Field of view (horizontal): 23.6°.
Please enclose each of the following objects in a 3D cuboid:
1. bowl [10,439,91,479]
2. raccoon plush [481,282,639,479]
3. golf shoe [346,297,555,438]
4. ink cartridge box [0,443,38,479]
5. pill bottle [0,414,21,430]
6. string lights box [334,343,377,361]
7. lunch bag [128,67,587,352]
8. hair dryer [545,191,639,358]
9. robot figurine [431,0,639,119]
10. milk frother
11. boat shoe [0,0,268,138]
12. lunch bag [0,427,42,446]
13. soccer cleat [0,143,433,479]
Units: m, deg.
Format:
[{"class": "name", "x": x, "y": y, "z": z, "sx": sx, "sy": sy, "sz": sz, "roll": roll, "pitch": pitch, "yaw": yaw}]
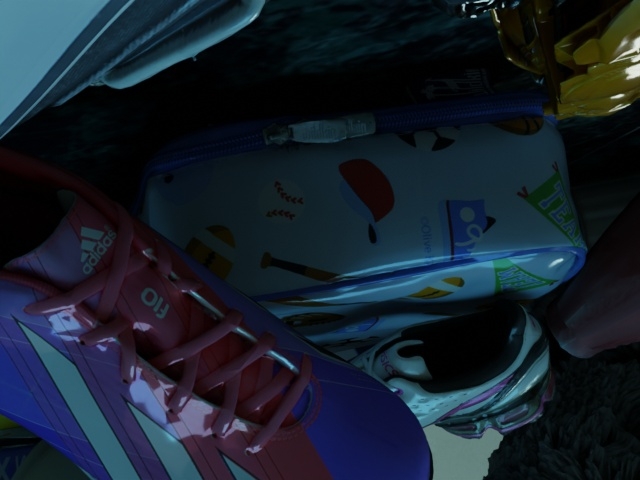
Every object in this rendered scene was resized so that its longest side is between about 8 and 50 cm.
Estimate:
[{"class": "bowl", "x": -0.105, "y": 0.189, "z": 0.945, "sx": 0.134, "sy": 0.298, "sz": 0.298, "roll": 33, "pitch": -160, "yaw": 34}, {"class": "raccoon plush", "x": 0.119, "y": 0.173, "z": 1.066, "sx": 0.299, "sy": 0.216, "sz": 0.446, "roll": 3, "pitch": -158, "yaw": -16}, {"class": "golf shoe", "x": 0.031, "y": 0.080, "z": 0.811, "sx": 0.186, "sy": 0.067, "sz": 0.086, "roll": -23, "pitch": 141, "yaw": 0}, {"class": "ink cartridge box", "x": -0.210, "y": 0.202, "z": 1.152, "sx": 0.186, "sy": 0.065, "sz": 0.311, "roll": -9, "pitch": 164, "yaw": 9}, {"class": "pill bottle", "x": -0.238, "y": 0.057, "z": 0.850, "sx": 0.208, "sy": 0.119, "sz": 0.119, "roll": -7, "pitch": 168, "yaw": -26}, {"class": "string lights box", "x": 0.068, "y": 0.087, "z": 1.277, "sx": 0.260, "sy": 0.077, "sz": 0.133, "roll": -31, "pitch": -179, "yaw": -34}, {"class": "lunch bag", "x": 0.000, "y": 0.000, "z": 0.860, "sx": 0.243, "sy": 0.115, "sz": 0.303, "roll": -7, "pitch": 169, "yaw": -12}, {"class": "hair dryer", "x": 0.247, "y": -0.031, "z": 0.821, "sx": 0.293, "sy": 0.080, "sz": 0.223, "roll": -35, "pitch": 169, "yaw": -5}, {"class": "robot figurine", "x": 0.137, "y": -0.110, "z": 0.507, "sx": 0.211, "sy": 0.085, "sz": 0.291, "roll": -14, "pitch": 170, "yaw": 6}, {"class": "milk frother", "x": 0.249, "y": -0.027, "z": 1.109, "sx": 0.135, "sy": 0.129, "sz": 0.143, "roll": -11, "pitch": 126, "yaw": -8}, {"class": "boat shoe", "x": -0.054, "y": -0.086, "z": 0.375, "sx": 0.102, "sy": 0.108, "sz": 0.301, "roll": 0, "pitch": 157, "yaw": -45}, {"class": "lunch bag", "x": -0.213, "y": 0.088, "z": 1.074, "sx": 0.279, "sy": 0.108, "sz": 0.224, "roll": 0, "pitch": 169, "yaw": -44}, {"class": "soccer cleat", "x": -0.084, "y": 0.039, "z": 0.651, "sx": 0.318, "sy": 0.108, "sz": 0.116, "roll": 26, "pitch": 143, "yaw": -8}]
